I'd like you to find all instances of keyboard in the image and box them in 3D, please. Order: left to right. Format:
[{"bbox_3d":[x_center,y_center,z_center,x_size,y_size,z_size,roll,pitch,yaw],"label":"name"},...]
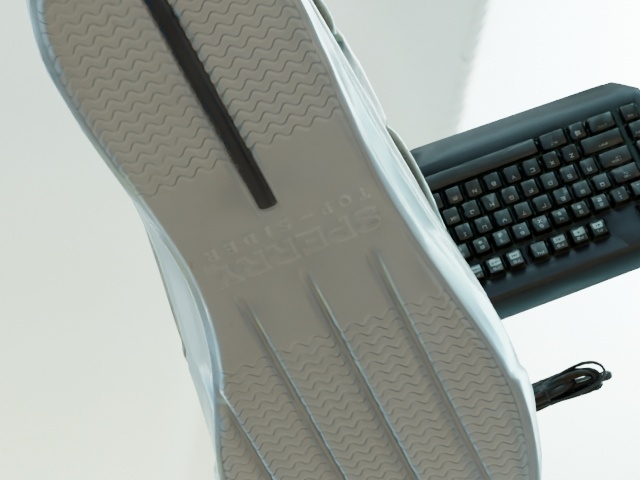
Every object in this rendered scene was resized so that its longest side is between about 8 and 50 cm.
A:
[{"bbox_3d":[0.080,0.033,1.039,0.317,0.201,0.033,-21,-20,-2],"label":"keyboard"}]

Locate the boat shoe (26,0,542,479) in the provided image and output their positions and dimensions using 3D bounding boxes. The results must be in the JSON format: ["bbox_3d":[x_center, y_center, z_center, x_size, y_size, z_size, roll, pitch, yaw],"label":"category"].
[{"bbox_3d":[0.000,0.000,0.632,0.121,0.119,0.335,-16,-62,9],"label":"boat shoe"}]
